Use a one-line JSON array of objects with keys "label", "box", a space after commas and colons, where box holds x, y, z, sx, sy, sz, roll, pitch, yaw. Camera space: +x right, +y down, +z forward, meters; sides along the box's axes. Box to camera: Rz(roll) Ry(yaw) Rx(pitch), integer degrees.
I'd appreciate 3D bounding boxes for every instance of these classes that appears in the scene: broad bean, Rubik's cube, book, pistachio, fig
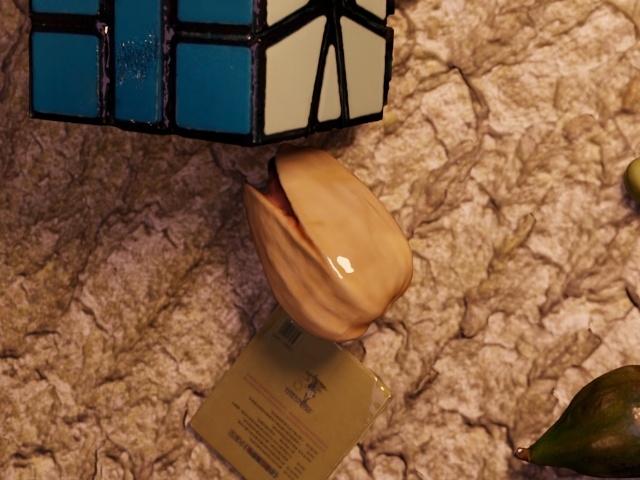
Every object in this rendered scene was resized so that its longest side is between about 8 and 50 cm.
[{"label": "broad bean", "box": [0.349, -0.056, 1.309, 0.083, 0.045, 0.063, 15, 81, 11]}, {"label": "Rubik's cube", "box": [-0.103, -0.257, 1.305, 0.283, 0.293, 0.288, 7, 101, 26]}, {"label": "book", "box": [-0.036, 0.188, 1.443, 0.168, 0.013, 0.192, 41, 100, 16]}, {"label": "pistachio", "box": [0.000, 0.000, 1.369, 0.157, 0.157, 0.229, -42, 63, 13]}, {"label": "fig", "box": [0.281, 0.196, 1.292, 0.177, 0.117, 0.117, -34, 77, 31]}]
